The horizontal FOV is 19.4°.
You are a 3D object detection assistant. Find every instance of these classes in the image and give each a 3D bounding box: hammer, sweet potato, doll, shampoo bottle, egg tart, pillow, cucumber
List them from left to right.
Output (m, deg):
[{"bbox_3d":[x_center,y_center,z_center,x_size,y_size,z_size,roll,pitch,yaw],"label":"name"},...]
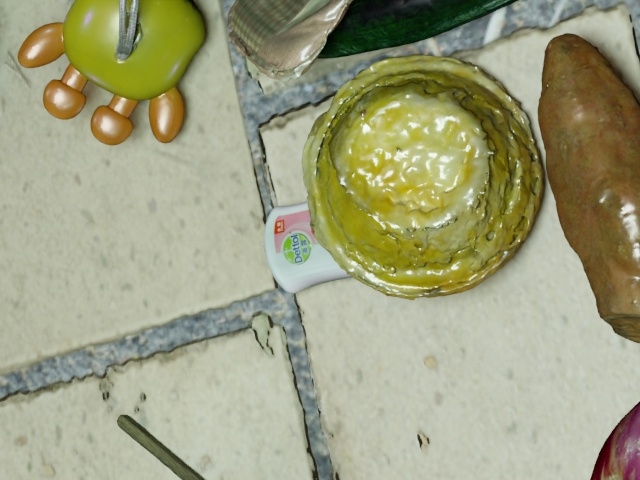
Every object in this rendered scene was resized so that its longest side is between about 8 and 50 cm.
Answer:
[{"bbox_3d":[-0.138,-0.181,1.489,0.143,0.135,0.221,31,98,-12],"label":"doll"},{"bbox_3d":[-0.062,0.224,1.478,0.292,0.029,0.058,36,101,27],"label":"hammer"},{"bbox_3d":[0.000,0.000,1.445,0.099,0.043,0.072,-14,78,27],"label":"shampoo bottle"},{"bbox_3d":[0.010,-0.219,1.429,0.211,0.034,0.135,-53,40,6],"label":"pillow"},{"bbox_3d":[0.072,-0.051,1.371,0.191,0.074,0.191,-2,76,8],"label":"egg tart"},{"bbox_3d":[0.099,-0.188,1.401,0.284,0.056,0.056,-18,79,30],"label":"cucumber"},{"bbox_3d":[0.207,-0.031,1.305,0.097,0.097,0.251,-26,76,25],"label":"sweet potato"}]

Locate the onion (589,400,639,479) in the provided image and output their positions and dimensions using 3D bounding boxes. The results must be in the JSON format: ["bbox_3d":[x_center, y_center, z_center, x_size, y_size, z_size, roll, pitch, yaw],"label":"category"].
[{"bbox_3d":[0.256,0.182,1.218,0.201,0.207,0.200,-6,48,6],"label":"onion"}]
